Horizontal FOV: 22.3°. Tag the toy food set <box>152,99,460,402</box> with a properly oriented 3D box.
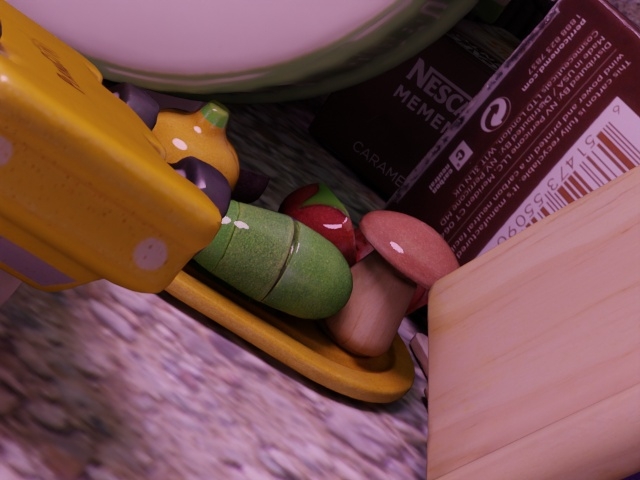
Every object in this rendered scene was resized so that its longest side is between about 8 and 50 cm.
[{"bbox_3d":[0.000,0.000,0.695,0.218,0.071,0.128,32,17,-17],"label":"toy food set"}]

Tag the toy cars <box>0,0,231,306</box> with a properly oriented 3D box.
[{"bbox_3d":[-0.181,-0.087,0.552,0.394,0.087,0.176,39,4,21],"label":"toy cars"}]

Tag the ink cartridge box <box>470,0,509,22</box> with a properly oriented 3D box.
[{"bbox_3d":[0.077,-0.265,0.981,0.207,0.119,0.353,35,-3,0],"label":"ink cartridge box"}]

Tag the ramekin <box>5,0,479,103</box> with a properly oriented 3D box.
[{"bbox_3d":[-0.044,-0.203,0.693,0.303,0.303,0.148,37,11,-1],"label":"ramekin"}]

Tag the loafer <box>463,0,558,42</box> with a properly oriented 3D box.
[{"bbox_3d":[0.141,-0.169,1.324,0.130,0.134,0.366,21,23,-42],"label":"loafer"}]

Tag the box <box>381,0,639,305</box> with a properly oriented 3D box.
[{"bbox_3d":[0.171,0.015,0.813,0.203,0.168,0.167,31,15,-35],"label":"box"}]

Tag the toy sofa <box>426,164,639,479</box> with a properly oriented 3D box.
[{"bbox_3d":[0.214,0.126,0.647,0.362,0.150,0.177,27,51,-31],"label":"toy sofa"}]

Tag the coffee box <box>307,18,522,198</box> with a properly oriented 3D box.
[{"bbox_3d":[0.112,-0.068,1.055,0.141,0.098,0.246,39,16,15],"label":"coffee box"}]

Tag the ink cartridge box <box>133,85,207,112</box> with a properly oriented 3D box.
[{"bbox_3d":[-0.099,-0.202,0.865,0.233,0.168,0.171,37,15,-2],"label":"ink cartridge box"}]
